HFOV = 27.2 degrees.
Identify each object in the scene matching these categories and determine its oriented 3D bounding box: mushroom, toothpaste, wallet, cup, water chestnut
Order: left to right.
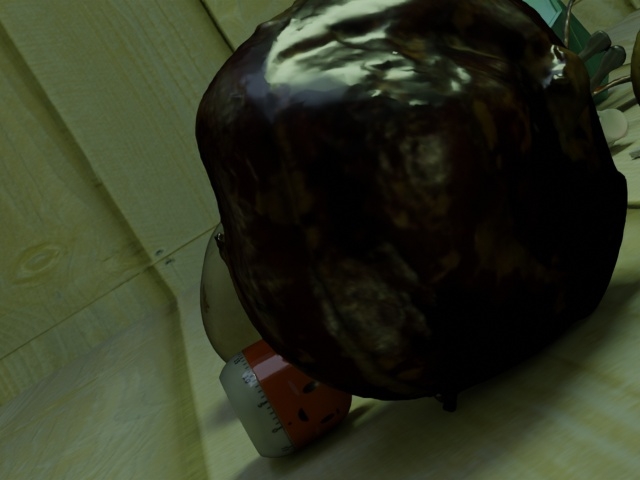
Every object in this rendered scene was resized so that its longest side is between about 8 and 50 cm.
[{"bbox_3d":[-0.024,0.053,1.455,0.215,0.207,0.207,3,4,-4],"label":"mushroom"},{"bbox_3d":[0.037,-0.038,1.000,0.347,0.335,0.335,-9,18,36],"label":"water chestnut"},{"bbox_3d":[0.354,-0.300,2.075,0.148,0.134,0.236,-34,-33,14],"label":"cup"},{"bbox_3d":[0.321,-0.123,1.730,0.058,0.056,0.314,9,-7,-11],"label":"toothpaste"},{"bbox_3d":[0.373,-0.108,1.454,0.044,0.011,0.083,-33,6,-12],"label":"wallet"}]

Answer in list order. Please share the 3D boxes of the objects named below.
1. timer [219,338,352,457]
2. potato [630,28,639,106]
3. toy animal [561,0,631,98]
[{"bbox_3d":[-0.016,0.121,1.113,0.136,0.099,0.136,-20,14,5],"label":"timer"},{"bbox_3d":[0.318,-0.124,0.876,0.242,0.242,0.285,-31,20,4],"label":"potato"},{"bbox_3d":[0.370,-0.208,1.856,0.284,0.225,0.302,-42,-10,-51],"label":"toy animal"}]
